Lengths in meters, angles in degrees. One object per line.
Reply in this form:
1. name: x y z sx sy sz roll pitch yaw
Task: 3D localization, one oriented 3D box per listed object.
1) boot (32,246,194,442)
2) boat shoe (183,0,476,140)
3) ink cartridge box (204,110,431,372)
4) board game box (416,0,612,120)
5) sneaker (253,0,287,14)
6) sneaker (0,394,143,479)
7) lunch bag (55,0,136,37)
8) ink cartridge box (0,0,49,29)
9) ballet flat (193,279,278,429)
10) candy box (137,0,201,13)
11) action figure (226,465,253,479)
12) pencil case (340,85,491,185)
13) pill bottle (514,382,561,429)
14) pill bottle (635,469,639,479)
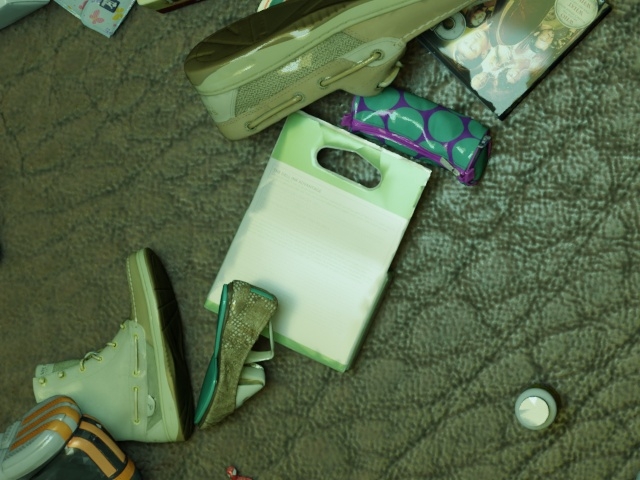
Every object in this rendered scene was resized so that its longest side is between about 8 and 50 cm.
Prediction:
1. boot: -0.232 0.122 1.997 0.165 0.077 0.213 -8 95 13
2. boat shoe: 0.034 -0.208 1.890 0.341 0.122 0.110 -21 117 13
3. ink cartridge box: 0.000 0.000 1.958 0.171 0.056 0.235 25 95 10
4. board game box: 0.160 -0.268 1.927 0.243 0.042 0.165 45 99 8
5. sneaker: -0.045 -0.195 1.962 0.075 0.057 0.161 25 93 16
6. sneaker: -0.321 0.304 1.994 0.321 0.125 0.180 -30 115 34
7. lunch bag: -0.242 -0.271 2.005 0.083 0.053 0.071 38 104 5
8. ink cartridge box: -0.396 -0.318 2.004 0.139 0.082 0.191 -23 87 30
9. ballet flat: -0.085 0.128 1.939 0.067 0.073 0.206 9 133 -7
10. candy box: -0.136 -0.420 1.962 0.183 0.087 0.316 -14 88 12
11. action figure: -0.074 0.296 1.993 0.038 0.030 0.115 -27 84 16
12. pencil case: 0.103 -0.114 1.928 0.151 0.070 0.064 24 137 12
13. pill bottle: 0.223 0.172 1.900 0.043 0.083 0.043 0 91 11
14. pill bottle: 0.360 0.435 1.806 0.224 0.224 0.392 13 93 11
